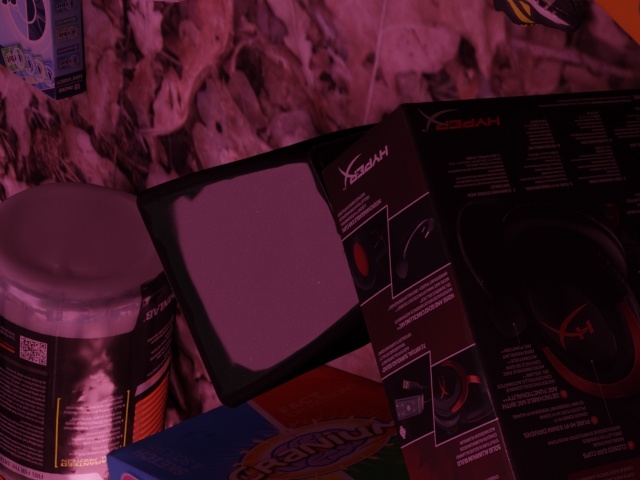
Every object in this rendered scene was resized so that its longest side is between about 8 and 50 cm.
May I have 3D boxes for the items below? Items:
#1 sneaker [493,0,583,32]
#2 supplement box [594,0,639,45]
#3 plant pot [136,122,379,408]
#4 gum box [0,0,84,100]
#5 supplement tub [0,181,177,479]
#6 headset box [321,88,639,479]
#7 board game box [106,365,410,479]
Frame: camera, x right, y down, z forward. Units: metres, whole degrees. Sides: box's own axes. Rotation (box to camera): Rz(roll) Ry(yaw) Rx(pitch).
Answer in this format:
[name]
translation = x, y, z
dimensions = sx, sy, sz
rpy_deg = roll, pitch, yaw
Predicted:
[sneaker]
translation = 0.149, -0.161, 1.010
dimensions = 0.083, 0.031, 0.035
rpy_deg = 43, 151, 38
[supplement box]
translation = 0.254, -0.113, 0.850
dimensions = 0.233, 0.080, 0.078
rpy_deg = 52, 140, 26
[plant pot]
translation = 0.000, 0.000, 1.173
dimensions = 0.167, 0.187, 0.188
rpy_deg = -27, 85, 42
[gum box]
translation = -0.311, -0.262, 1.557
dimensions = 0.157, 0.041, 0.184
rpy_deg = 33, 133, 40
[supplement tub]
translation = -0.260, 0.125, 1.548
dimensions = 0.207, 0.207, 0.338
rpy_deg = 40, 135, 34
[headset box]
translation = 0.151, 0.062, 0.908
dimensions = 0.110, 0.218, 0.293
rpy_deg = -38, 65, 55
[board game box]
translation = 0.010, 0.199, 1.197
dimensions = 0.316, 0.242, 0.064
rpy_deg = 12, 116, 49
